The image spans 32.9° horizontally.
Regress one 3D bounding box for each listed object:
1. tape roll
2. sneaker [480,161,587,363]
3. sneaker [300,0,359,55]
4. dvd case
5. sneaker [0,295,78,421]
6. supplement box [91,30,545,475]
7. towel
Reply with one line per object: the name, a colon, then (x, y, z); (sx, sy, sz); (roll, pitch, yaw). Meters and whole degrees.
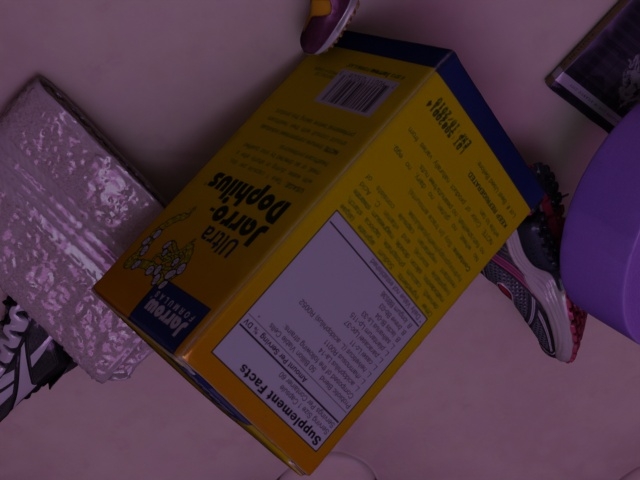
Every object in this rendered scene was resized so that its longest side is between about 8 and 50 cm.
tape roll: (0.381, -0.024, 1.157); (0.275, 0.090, 0.275); (-22, 128, -32)
sneaker: (0.234, 0.026, 1.231); (0.112, 0.121, 0.299); (-4, 135, 29)
sneaker: (0.007, -0.264, 0.999); (0.084, 0.069, 0.185); (21, 112, -15)
dvd case: (0.367, -0.205, 1.140); (0.164, 0.018, 0.221); (30, 114, -29)
sneaker: (-0.321, 0.137, 1.200); (0.106, 0.078, 0.234); (18, 117, -20)
supplement box: (0.000, 0.000, 1.015); (0.356, 0.195, 0.194); (-48, 125, -12)
towel: (-0.244, 0.000, 1.084); (0.187, 0.049, 0.282); (-41, 104, 11)
